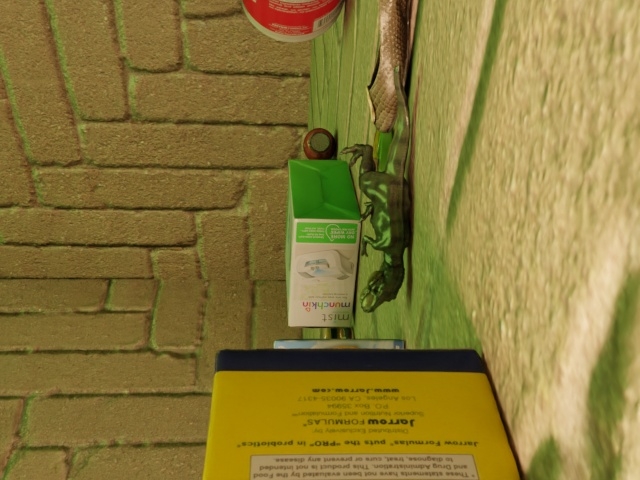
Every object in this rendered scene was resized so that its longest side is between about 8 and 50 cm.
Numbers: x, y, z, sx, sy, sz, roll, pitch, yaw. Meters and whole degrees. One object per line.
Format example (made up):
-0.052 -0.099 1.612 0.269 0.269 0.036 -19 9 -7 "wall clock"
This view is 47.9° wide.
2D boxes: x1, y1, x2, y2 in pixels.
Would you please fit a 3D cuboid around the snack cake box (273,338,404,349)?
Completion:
0.019 0.247 0.837 0.089 0.152 0.264 117 153 -81 "snack cake box"

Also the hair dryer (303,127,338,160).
-0.003 -0.162 1.755 0.293 0.080 0.223 -94 5 -52 "hair dryer"

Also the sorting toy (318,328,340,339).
0.026 0.213 1.517 0.274 0.046 0.132 -122 33 -84 "sorting toy"

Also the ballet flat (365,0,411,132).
0.071 -0.237 0.802 0.084 0.058 0.249 -94 5 -54 "ballet flat"

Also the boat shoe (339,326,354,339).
0.041 0.206 1.325 0.137 0.043 0.049 -93 3 -56 "boat shoe"

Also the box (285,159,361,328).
0.000 0.000 1.382 0.262 0.127 0.231 -98 11 -59 "box"

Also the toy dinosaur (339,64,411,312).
0.069 -0.058 0.817 0.118 0.064 0.268 -151 61 -69 "toy dinosaur"

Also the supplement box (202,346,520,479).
0.025 0.253 0.421 0.356 0.195 0.194 -94 5 -55 "supplement box"

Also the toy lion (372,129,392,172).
0.078 -0.114 0.929 0.100 0.034 0.096 108 170 -77 "toy lion"

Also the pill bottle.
-0.048 -0.560 1.368 0.407 0.229 0.229 115 155 -81 "pill bottle"
